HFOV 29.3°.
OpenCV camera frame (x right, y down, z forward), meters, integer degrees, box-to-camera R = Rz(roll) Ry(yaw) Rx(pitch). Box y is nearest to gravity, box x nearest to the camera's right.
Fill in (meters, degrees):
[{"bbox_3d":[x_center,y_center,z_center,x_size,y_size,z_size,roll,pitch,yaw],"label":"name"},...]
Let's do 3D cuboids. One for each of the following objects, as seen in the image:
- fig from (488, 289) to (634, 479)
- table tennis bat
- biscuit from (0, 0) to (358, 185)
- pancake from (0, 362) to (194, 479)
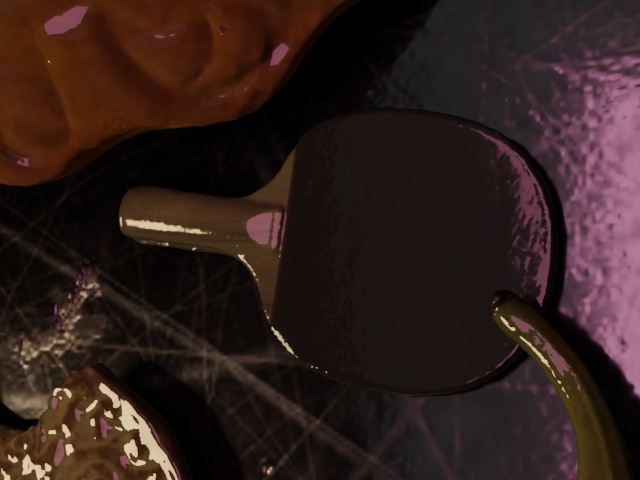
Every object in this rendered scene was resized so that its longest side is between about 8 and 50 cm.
[{"bbox_3d":[0.103,0.133,0.491,0.149,0.149,0.245,-11,61,29],"label":"fig"},{"bbox_3d":[0.000,0.000,0.615,0.246,0.022,0.138,7,87,30],"label":"table tennis bat"},{"bbox_3d":[-0.127,-0.226,0.593,0.365,0.062,0.385,43,100,-6],"label":"biscuit"},{"bbox_3d":[-0.157,0.175,0.677,0.235,0.029,0.212,-6,80,30],"label":"pancake"}]
